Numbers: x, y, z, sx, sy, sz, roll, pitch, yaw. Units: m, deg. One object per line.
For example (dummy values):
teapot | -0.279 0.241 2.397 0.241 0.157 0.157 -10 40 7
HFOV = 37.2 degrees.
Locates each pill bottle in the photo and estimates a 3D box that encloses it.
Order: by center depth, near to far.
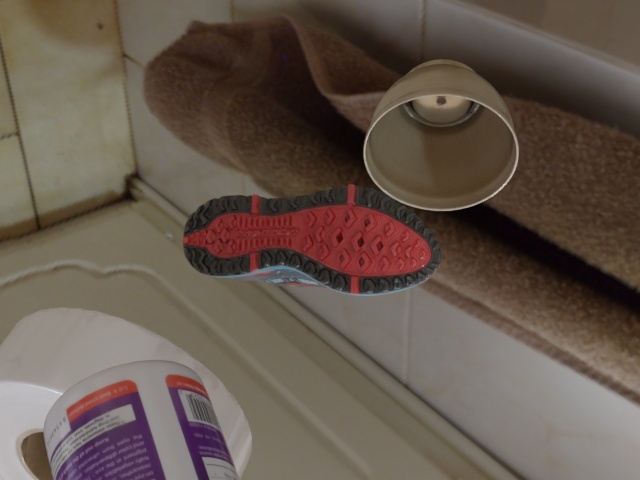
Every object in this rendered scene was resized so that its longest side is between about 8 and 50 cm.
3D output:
pill bottle | -0.093 0.178 0.566 0.108 0.193 0.108 -17 143 -13

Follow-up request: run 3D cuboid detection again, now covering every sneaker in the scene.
sneaker | 0.000 0.000 0.965 0.125 0.262 0.104 19 78 -69

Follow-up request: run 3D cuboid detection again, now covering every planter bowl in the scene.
planter bowl | 0.131 -0.127 1.032 0.162 0.162 0.109 71 20 -44

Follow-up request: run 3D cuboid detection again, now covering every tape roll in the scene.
tape roll | -0.216 0.201 0.962 0.100 0.286 0.286 -65 153 -43
